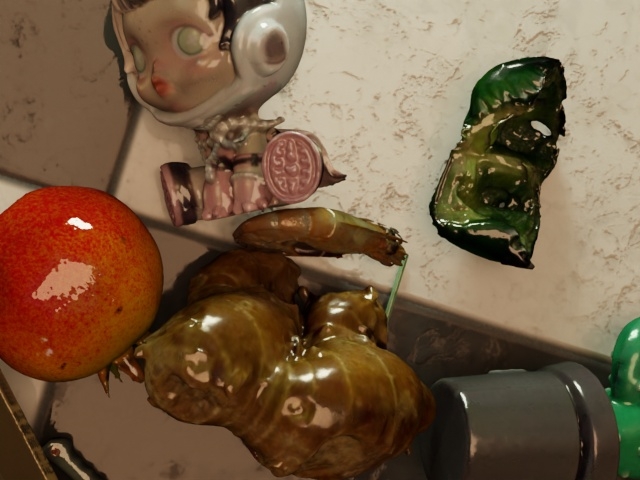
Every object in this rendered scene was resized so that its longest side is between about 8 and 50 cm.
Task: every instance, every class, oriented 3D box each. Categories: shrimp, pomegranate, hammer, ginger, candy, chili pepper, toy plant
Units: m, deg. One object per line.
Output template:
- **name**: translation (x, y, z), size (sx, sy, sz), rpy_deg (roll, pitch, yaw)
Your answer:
- **shrimp**: translation (0.001, 0.003, 1.497), size (0.236, 0.133, 0.053), rpy_deg (8, 60, -33)
- **pomegranate**: translation (-0.274, 0.063, 1.398), size (0.221, 0.221, 0.257), rpy_deg (-44, 111, -8)
- **hammer**: translation (-0.225, 0.338, 1.495), size (0.288, 0.033, 0.111), rpy_deg (45, 82, -8)
- **ginger**: translation (-0.024, 0.147, 1.414), size (0.357, 0.274, 0.152), rpy_deg (26, 121, -6)
- **candy**: translation (0.079, 0.111, 1.550), size (0.060, 0.060, 0.201), rpy_deg (20, 79, -11)
- **chili pepper**: translation (0.229, -0.105, 1.553), size (0.148, 0.116, 0.265), rpy_deg (16, 87, 0)
- **toy plant**: translation (0.331, 0.232, 1.533), size (0.400, 0.185, 0.279), rpy_deg (2, 81, -20)

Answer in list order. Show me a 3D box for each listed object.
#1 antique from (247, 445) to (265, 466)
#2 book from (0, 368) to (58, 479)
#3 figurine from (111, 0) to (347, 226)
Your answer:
- **antique**: translation (-0.042, 0.235, 1.497), size (0.104, 0.104, 0.104), rpy_deg (0, 90, -11)
- **book**: translation (-0.384, 0.277, 1.400), size (0.217, 0.021, 0.310), rpy_deg (-22, 96, 32)
- **figurine**: translation (-0.116, -0.197, 1.428), size (0.253, 0.211, 0.361), rpy_deg (-14, 102, 29)
